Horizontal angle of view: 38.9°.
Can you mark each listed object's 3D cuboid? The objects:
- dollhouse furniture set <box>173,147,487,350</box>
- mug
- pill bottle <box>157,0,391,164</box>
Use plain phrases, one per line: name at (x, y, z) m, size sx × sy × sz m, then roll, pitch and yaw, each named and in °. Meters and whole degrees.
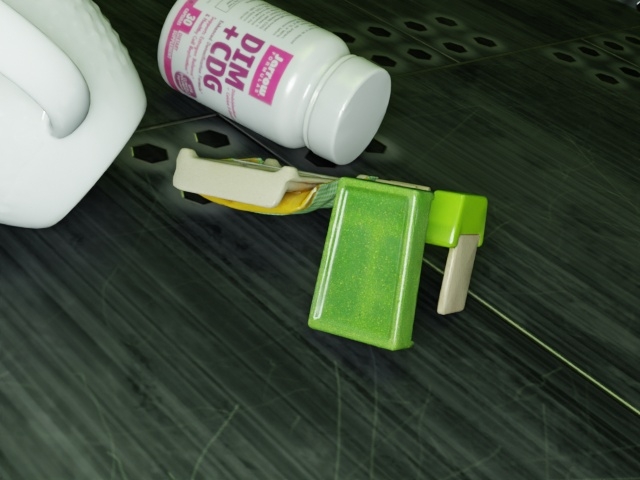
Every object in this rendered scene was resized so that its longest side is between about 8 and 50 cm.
dollhouse furniture set at (0.000, 0.000, 0.978) m, size 0.302 × 0.151 × 0.197 m, roll 13°, pitch 7°, yaw 29°
mug at (-0.326, -0.171, 0.822) m, size 0.328 × 0.276 × 0.374 m, roll 39°, pitch -13°, yaw -21°
pill bottle at (-0.060, -0.219, 1.194) m, size 0.283 × 0.160 × 0.160 m, roll 29°, pitch 35°, yaw 21°
